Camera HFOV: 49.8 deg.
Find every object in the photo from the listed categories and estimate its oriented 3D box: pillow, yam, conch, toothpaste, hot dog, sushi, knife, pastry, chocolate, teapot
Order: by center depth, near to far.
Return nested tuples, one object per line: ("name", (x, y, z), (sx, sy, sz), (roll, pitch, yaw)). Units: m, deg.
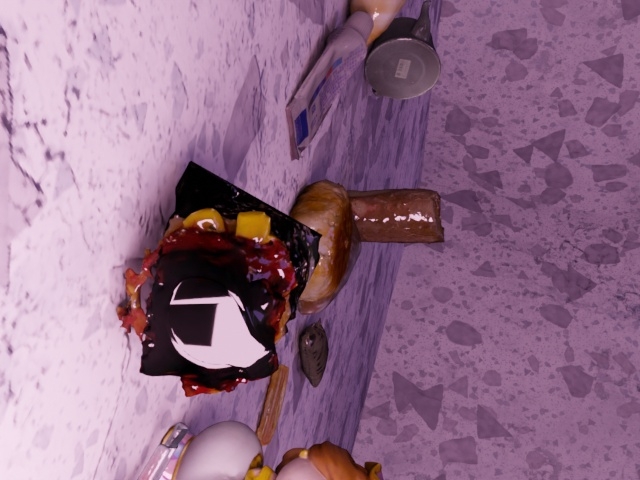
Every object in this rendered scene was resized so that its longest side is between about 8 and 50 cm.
("sushi", (-0.088, 0.049, 0.585), (0.172, 0.153, 0.150), (-60, -169, 4))
("knife", (-0.182, 0.308, 0.629), (0.123, 0.053, 0.278), (72, 33, -84))
("toothpaste", (0.014, -0.253, 1.061), (0.099, 0.068, 0.282), (53, 52, -35))
("pastry", (0.000, 0.000, 1.133), (0.192, 0.093, 0.182), (-59, 155, -56))
("hot dog", (-0.081, 0.278, 1.168), (0.044, 0.028, 0.137), (33, 64, -50))
("conch", (0.096, -0.455, 1.174), (0.255, 0.127, 0.158), (-59, -156, 14))
("chocolate", (0.029, 0.040, 1.349), (0.254, 0.080, 0.157), (-51, 150, -68))
("pillow", (-0.010, 0.223, 1.412), (0.241, 0.051, 0.093), (82, 27, -57))
("yam", (0.154, -0.052, 1.519), (0.128, 0.238, 0.129), (78, 18, -49))
("teapot", (0.176, -0.415, 1.521), (0.239, 0.162, 0.149), (126, -25, -49))

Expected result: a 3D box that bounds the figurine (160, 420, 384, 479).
("figurine", (-0.044, 0.276, 0.739), (0.189, 0.263, 0.142), (14, 86, -81))
